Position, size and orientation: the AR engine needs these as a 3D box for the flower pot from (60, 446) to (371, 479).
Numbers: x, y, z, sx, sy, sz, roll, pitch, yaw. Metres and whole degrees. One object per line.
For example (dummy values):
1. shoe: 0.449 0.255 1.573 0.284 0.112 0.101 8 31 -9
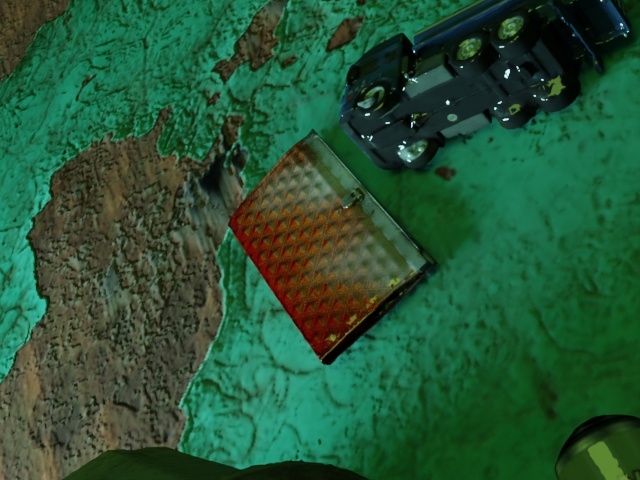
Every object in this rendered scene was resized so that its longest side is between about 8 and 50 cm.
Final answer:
1. flower pot: -0.063 0.207 0.690 0.212 0.212 0.203 -61 25 -11

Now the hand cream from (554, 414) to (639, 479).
1. hand cream: 0.174 0.178 0.577 0.086 0.055 0.235 -38 49 20

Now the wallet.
1. wallet: 0.000 0.000 0.895 0.103 0.020 0.196 -46 40 7

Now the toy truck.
1. toy truck: 0.108 -0.125 0.846 0.202 0.074 0.088 -23 43 29
